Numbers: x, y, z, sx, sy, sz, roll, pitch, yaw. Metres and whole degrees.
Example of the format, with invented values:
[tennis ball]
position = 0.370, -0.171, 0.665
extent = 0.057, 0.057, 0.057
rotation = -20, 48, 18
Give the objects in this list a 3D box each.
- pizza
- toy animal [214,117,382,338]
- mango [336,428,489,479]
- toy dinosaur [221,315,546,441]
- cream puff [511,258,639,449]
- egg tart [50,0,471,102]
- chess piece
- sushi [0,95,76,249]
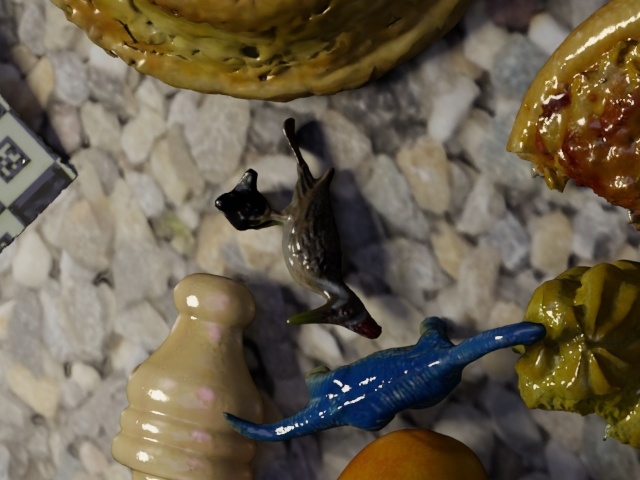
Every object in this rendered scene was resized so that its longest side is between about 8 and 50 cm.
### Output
[pizza]
position = 0.270, -0.078, 1.169
extent = 0.289, 0.081, 0.228
rotation = -29, 92, 37
[toy animal]
position = -0.011, 0.000, 1.305
extent = 0.105, 0.070, 0.202
rotation = -30, 70, -7
[mango]
position = 0.053, 0.251, 1.214
extent = 0.120, 0.151, 0.221
rotation = 23, 95, -24
[toy dinosaur]
position = 0.045, 0.110, 1.199
extent = 0.248, 0.188, 0.075
rotation = -18, 86, -3
[cream puff]
position = 0.220, 0.082, 1.183
extent = 0.156, 0.156, 0.121
rotation = 38, 114, 18
[egg tart]
position = -0.055, -0.308, 1.225
extent = 0.443, 0.178, 0.443
rotation = 2, 111, 4
[chess piece]
position = -0.109, 0.180, 1.299
extent = 0.139, 0.124, 0.307
rotation = 6, 81, 50
[sushi]
position = -0.464, -0.066, 1.402
extent = 0.343, 0.064, 0.359
rotation = -43, 93, 9
